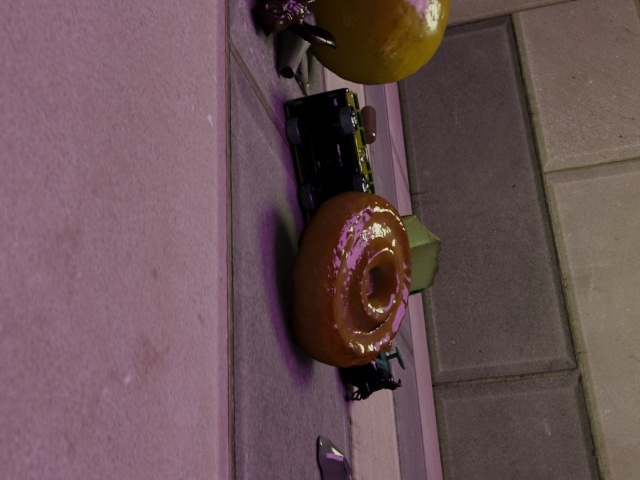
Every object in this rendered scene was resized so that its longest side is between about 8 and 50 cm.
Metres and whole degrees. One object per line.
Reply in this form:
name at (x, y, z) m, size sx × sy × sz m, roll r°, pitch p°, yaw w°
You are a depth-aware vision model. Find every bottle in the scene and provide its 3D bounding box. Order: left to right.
bottle at (0.147, -0.357, 2.280) m, size 0.053 × 0.053 × 0.140 m, roll 70°, pitch 16°, yaw -44°

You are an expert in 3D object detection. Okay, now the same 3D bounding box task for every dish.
dish at (0.029, 0.381, 1.227) m, size 0.091 × 0.039 × 0.137 m, roll -76°, pitch 156°, yaw -61°

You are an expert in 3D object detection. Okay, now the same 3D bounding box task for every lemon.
lemon at (0.107, -0.491, 1.540) m, size 0.348 × 0.348 × 0.347 m, roll -9°, pitch 90°, yaw -78°

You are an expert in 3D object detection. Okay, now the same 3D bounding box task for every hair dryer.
hair dryer at (-0.047, -0.322, 1.400) m, size 0.167 × 0.068 × 0.199 m, roll -71°, pitch 167°, yaw -47°

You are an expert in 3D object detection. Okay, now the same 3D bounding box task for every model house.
model house at (0.224, 0.038, 2.182) m, size 0.214 × 0.195 × 0.189 m, roll 90°, pitch -22°, yaw -44°

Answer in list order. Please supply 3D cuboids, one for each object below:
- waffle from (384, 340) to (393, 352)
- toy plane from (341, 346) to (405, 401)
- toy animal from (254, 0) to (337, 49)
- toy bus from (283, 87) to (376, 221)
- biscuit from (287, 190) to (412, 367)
waffle at (0.153, 0.162, 1.959) m, size 0.228 × 0.051 × 0.231 m, roll -82°, pitch 160°, yaw -45°
toy plane at (0.108, 0.253, 1.574) m, size 0.382 × 0.106 × 0.155 m, roll 33°, pitch 38°, yaw -68°
toy animal at (-0.061, -0.400, 1.272) m, size 0.179 × 0.116 × 0.218 m, roll -47°, pitch 110°, yaw -33°
toy bus at (0.028, -0.139, 1.368) m, size 0.150 × 0.128 × 0.262 m, roll -33°, pitch 113°, yaw -75°
biscuit at (0.063, 0.066, 1.207) m, size 0.296 × 0.102 × 0.296 m, roll -17°, pitch 110°, yaw -54°
